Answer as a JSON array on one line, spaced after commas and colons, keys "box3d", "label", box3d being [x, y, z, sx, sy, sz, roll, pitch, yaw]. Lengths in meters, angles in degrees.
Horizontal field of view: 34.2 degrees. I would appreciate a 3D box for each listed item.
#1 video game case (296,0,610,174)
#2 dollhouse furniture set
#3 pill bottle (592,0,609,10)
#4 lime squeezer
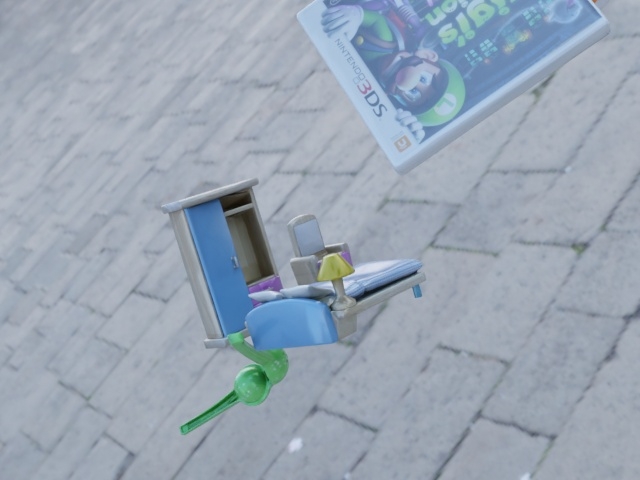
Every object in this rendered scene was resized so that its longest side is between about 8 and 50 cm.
[{"box3d": [0.097, -0.170, 0.813, 0.190, 0.022, 0.173, -35, 64, 9], "label": "video game case"}, {"box3d": [0.000, 0.000, 1.325, 0.286, 0.198, 0.303, -22, 8, -42], "label": "dollhouse furniture set"}, {"box3d": [0.245, -0.469, 1.558, 0.224, 0.392, 0.224, -173, 90, -71], "label": "pill bottle"}, {"box3d": [-0.100, 0.187, 1.357, 0.110, 0.059, 0.310, -28, -16, -32], "label": "lime squeezer"}]
